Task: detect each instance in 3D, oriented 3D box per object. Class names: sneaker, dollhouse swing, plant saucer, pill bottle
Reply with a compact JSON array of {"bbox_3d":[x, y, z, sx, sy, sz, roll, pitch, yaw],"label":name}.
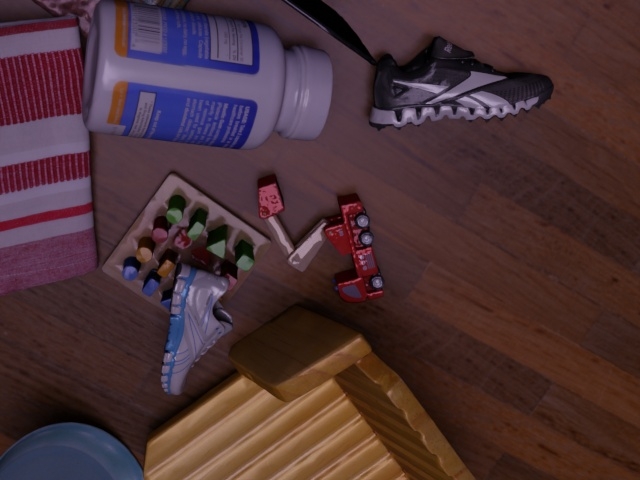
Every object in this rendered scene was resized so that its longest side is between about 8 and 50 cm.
[{"bbox_3d":[0.173,-0.201,1.249,0.234,0.078,0.106,-6,110,-1],"label":"sneaker"},{"bbox_3d":[-0.017,0.318,1.293,0.305,0.315,0.347,-39,108,-14],"label":"dollhouse swing"},{"bbox_3d":[-0.332,0.395,1.297,0.044,0.317,0.317,-13,111,35],"label":"plant saucer"},{"bbox_3d":[-0.131,-0.186,1.179,0.272,0.152,0.152,5,107,-20],"label":"pill bottle"},{"bbox_3d":[-0.154,0.120,1.270,0.083,0.071,0.190,9,121,-8],"label":"sneaker"}]

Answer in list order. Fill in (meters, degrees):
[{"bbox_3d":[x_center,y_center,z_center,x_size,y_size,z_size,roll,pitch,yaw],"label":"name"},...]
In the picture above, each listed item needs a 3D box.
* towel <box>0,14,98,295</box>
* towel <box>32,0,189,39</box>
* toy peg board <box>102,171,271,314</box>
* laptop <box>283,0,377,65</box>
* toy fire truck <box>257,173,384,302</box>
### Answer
[{"bbox_3d":[-0.374,-0.085,1.179,0.237,0.037,0.329,-17,120,-37],"label":"towel"},{"bbox_3d":[-0.220,-0.419,1.170,0.271,0.040,0.370,35,101,-13],"label":"towel"},{"bbox_3d":[-0.171,0.027,1.289,0.161,0.079,0.160,35,101,-13],"label":"toy peg board"},{"bbox_3d":[-0.192,-0.241,1.011,0.408,0.382,0.236,-20,108,3],"label":"laptop"},{"bbox_3d":[0.000,0.000,1.311,0.135,0.047,0.192,-14,108,0],"label":"toy fire truck"}]
